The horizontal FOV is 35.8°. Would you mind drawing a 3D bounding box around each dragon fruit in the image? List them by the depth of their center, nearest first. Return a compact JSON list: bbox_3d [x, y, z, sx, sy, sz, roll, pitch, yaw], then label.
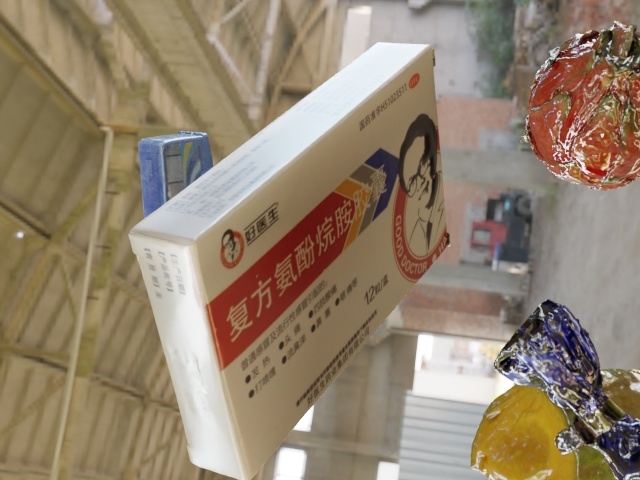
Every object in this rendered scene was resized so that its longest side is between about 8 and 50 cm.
[{"bbox_3d":[0.442,-0.214,1.556,0.299,0.244,0.244,84,-164,-48],"label":"dragon fruit"}]

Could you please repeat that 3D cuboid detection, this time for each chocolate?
[{"bbox_3d":[0.369,0.238,1.261,0.148,0.343,0.126,-46,-14,22],"label":"chocolate"}]

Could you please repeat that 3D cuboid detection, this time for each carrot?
[{"bbox_3d":[0.454,0.350,1.745,0.241,0.340,0.242,171,90,-82],"label":"carrot"}]

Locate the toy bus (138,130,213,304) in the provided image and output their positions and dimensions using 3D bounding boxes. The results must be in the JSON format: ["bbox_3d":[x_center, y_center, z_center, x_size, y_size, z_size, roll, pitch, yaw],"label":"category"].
[{"bbox_3d":[-0.177,-0.018,1.256,0.079,0.094,0.237,14,109,58],"label":"toy bus"}]

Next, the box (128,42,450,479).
[{"bbox_3d":[0.000,0.000,0.814,0.353,0.069,0.214,-46,-44,-45],"label":"box"}]
